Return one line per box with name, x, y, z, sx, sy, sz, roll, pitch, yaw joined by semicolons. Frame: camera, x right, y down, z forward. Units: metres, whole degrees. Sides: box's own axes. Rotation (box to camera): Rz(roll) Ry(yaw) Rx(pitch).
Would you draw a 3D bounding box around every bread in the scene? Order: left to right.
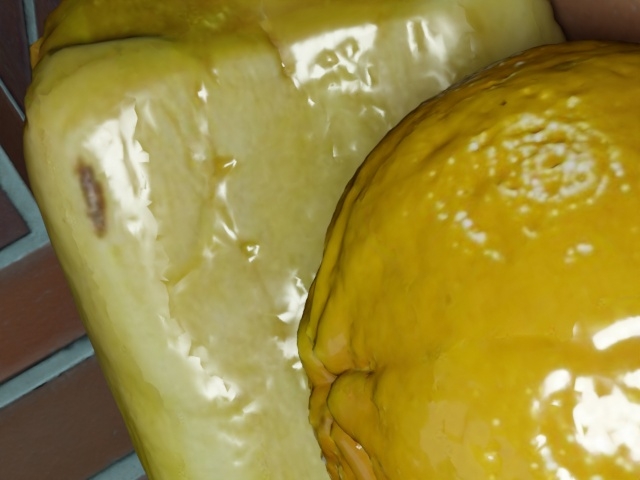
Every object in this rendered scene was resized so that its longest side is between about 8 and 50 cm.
bread;-0.001;-0.043;1.192;0.250;0.361;0.394;-126;15;-76

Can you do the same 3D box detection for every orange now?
orange;0.140;0.067;0.933;0.340;0.293;0.340;171;90;-80
